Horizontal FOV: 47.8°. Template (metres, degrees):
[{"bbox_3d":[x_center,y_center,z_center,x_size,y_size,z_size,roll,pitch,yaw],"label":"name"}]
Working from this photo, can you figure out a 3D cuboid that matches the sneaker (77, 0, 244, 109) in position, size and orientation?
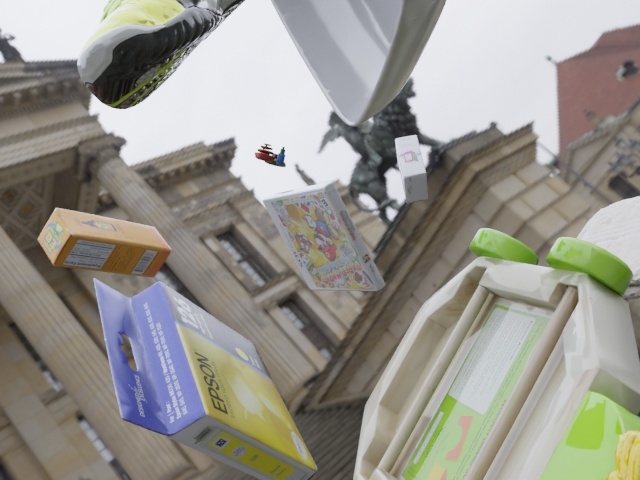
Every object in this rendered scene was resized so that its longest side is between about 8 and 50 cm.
[{"bbox_3d":[-0.194,-0.283,0.848,0.145,0.147,0.385,-34,21,31],"label":"sneaker"}]

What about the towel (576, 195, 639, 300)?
[{"bbox_3d":[0.422,0.001,0.892,0.187,0.049,0.282,-48,13,-28],"label":"towel"}]

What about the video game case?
[{"bbox_3d":[0.000,0.000,1.307,0.026,0.206,0.227,-36,16,-29],"label":"video game case"}]

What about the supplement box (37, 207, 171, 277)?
[{"bbox_3d":[-0.392,0.008,1.329,0.080,0.078,0.233,-51,-33,15],"label":"supplement box"}]

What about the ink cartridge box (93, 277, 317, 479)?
[{"bbox_3d":[-0.169,0.189,1.037,0.072,0.303,0.307,-43,-52,6],"label":"ink cartridge box"}]

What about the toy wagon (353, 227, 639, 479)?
[{"bbox_3d":[0.120,0.125,0.497,0.267,0.068,0.344,-60,14,-4],"label":"toy wagon"}]

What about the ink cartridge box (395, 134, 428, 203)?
[{"bbox_3d":[0.202,-0.157,1.599,0.052,0.122,0.088,-9,-38,5],"label":"ink cartridge box"}]

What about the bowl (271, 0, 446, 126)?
[{"bbox_3d":[0.020,-0.153,0.404,0.053,0.142,0.142,-24,-16,-19],"label":"bowl"}]

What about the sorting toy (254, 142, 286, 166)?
[{"bbox_3d":[-0.108,-0.199,1.665,0.102,0.061,0.042,16,-92,-65],"label":"sorting toy"}]
